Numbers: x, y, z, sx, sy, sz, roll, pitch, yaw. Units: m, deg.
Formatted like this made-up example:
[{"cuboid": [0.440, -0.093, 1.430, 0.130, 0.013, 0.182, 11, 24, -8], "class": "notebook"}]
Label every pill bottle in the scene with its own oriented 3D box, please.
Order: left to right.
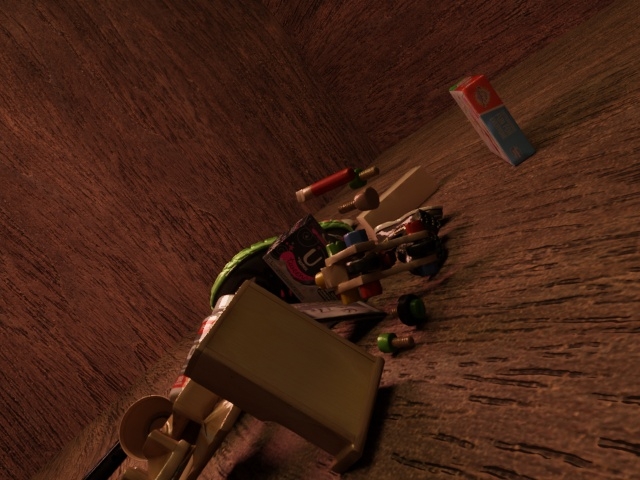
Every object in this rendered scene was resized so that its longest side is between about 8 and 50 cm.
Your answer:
[{"cuboid": [-0.249, 0.290, 1.171, 0.161, 0.161, 0.283, -32, 31, 45], "class": "pill bottle"}]

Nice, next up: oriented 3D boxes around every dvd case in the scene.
[{"cuboid": [0.006, 0.155, 1.017, 0.221, 0.018, 0.164, -2, 3, -16], "class": "dvd case"}]

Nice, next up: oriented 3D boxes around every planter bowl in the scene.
[{"cuboid": [-0.443, 0.509, 1.254, 0.162, 0.162, 0.109, -43, -18, -18], "class": "planter bowl"}]

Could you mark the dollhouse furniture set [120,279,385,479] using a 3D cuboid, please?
[{"cuboid": [-0.111, 0.296, 0.772, 0.394, 0.256, 0.362, -58, 1, 36], "class": "dollhouse furniture set"}]

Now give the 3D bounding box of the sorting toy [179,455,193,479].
[{"cuboid": [-0.364, 0.569, 0.937, 0.229, 0.041, 0.307, -38, 13, 19], "class": "sorting toy"}]

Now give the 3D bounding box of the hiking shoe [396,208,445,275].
[{"cuboid": [0.225, 0.026, 1.068, 0.114, 0.086, 0.227, -63, 0, 35], "class": "hiking shoe"}]

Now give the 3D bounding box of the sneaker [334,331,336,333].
[{"cuboid": [-0.073, 0.235, 1.022, 0.125, 0.140, 0.340, -43, 10, -33], "class": "sneaker"}]

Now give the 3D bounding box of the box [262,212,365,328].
[{"cuboid": [-0.007, 0.074, 1.195, 0.142, 0.247, 0.163, -40, 8, 11], "class": "box"}]

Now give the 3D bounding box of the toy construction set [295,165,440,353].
[{"cuboid": [0.053, 0.023, 0.896, 0.237, 0.309, 0.257, -18, 20, 42], "class": "toy construction set"}]

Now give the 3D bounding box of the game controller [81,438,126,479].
[{"cuboid": [-0.725, 0.743, 1.514, 0.166, 0.067, 0.319, -34, 10, 38], "class": "game controller"}]

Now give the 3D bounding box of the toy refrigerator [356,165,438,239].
[{"cuboid": [0.260, -0.127, 1.579, 0.269, 0.102, 0.094, -42, 8, -9], "class": "toy refrigerator"}]

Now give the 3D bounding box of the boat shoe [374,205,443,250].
[{"cuboid": [0.246, -0.032, 1.274, 0.081, 0.069, 0.227, 6, -21, -39], "class": "boat shoe"}]

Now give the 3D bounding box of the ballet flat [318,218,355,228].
[{"cuboid": [0.000, 0.000, 1.973, 0.400, 0.139, 0.139, -45, 9, -31], "class": "ballet flat"}]

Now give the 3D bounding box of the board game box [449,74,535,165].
[{"cuboid": [0.470, -0.344, 1.303, 0.064, 0.242, 0.316, -35, 10, 18], "class": "board game box"}]

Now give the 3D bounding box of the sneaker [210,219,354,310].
[{"cuboid": [-0.092, 0.101, 1.349, 0.482, 0.202, 0.185, -25, -29, -9], "class": "sneaker"}]
